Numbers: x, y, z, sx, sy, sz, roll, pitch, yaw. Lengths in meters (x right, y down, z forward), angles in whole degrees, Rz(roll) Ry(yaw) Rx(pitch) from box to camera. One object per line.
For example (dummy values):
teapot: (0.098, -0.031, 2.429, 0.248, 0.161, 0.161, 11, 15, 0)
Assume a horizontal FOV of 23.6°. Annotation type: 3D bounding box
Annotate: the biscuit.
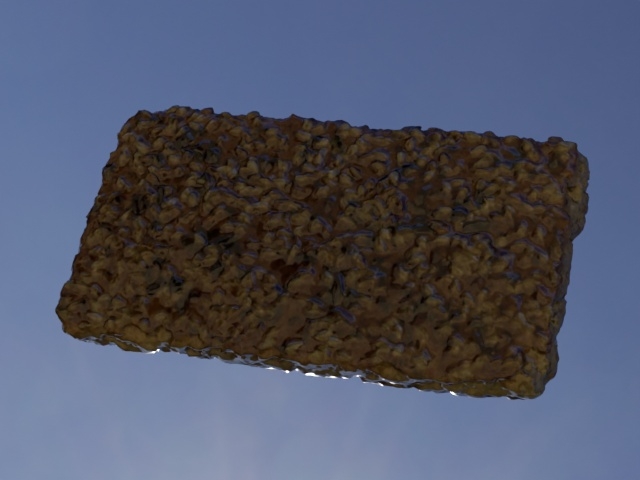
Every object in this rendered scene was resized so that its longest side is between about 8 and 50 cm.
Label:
biscuit: (0.000, 0.000, 0.689, 0.230, 0.025, 0.131, 5, -118, 17)
